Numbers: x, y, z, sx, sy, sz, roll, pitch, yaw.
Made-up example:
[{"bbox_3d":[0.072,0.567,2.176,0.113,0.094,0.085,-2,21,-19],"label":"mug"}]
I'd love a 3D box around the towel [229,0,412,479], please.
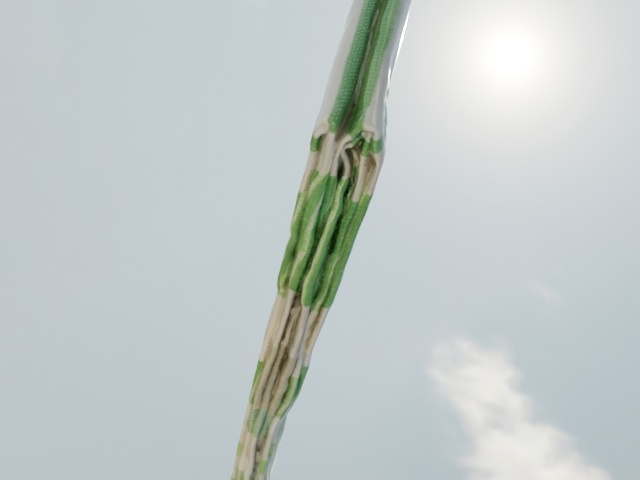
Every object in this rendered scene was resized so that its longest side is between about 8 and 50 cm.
[{"bbox_3d":[0.000,0.000,0.793,0.248,0.038,0.325,-77,-179,-52],"label":"towel"}]
